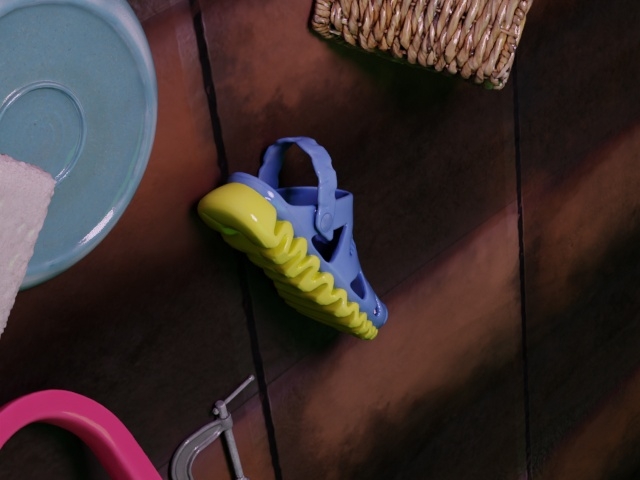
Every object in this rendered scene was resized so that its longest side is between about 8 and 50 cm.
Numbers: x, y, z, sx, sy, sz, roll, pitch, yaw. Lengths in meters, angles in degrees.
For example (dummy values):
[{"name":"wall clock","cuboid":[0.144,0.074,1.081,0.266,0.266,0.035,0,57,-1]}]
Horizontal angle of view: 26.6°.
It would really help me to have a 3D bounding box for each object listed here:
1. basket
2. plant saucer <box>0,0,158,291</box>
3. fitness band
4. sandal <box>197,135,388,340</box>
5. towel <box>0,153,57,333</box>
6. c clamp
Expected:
[{"name":"basket","cuboid":[0.142,-0.336,1.489,0.213,0.223,0.299,-42,149,-80]},{"name":"plant saucer","cuboid":[-0.256,-0.093,1.184,0.317,0.043,0.318,-25,127,-39]},{"name":"fitness band","cuboid":[-0.231,0.282,1.284,0.209,0.054,0.291,-40,103,-46]},{"name":"sandal","cuboid":[0.000,0.000,1.475,0.138,0.126,0.317,-59,143,-16]},{"name":"towel","cuboid":[-0.306,0.058,0.965,0.187,0.049,0.282,20,91,-53]},{"name":"c clamp","cuboid":[-0.113,0.252,1.545,0.137,0.022,0.161,-33,130,-36]}]
